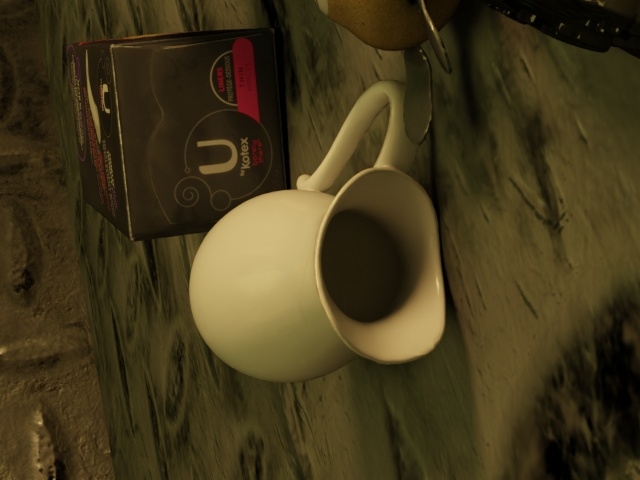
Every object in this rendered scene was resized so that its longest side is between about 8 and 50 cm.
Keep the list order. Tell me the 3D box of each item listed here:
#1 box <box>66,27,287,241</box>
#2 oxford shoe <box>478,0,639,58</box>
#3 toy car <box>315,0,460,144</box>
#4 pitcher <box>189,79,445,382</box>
[{"bbox_3d":[-0.136,-0.105,1.100,0.270,0.143,0.165,-153,57,-69],"label":"box"},{"bbox_3d":[0.104,-0.126,0.468,0.096,0.083,0.227,-67,19,7],"label":"oxford shoe"},{"bbox_3d":[0.016,-0.145,0.635,0.155,0.149,0.188,97,150,-71],"label":"toy car"},{"bbox_3d":[0.000,0.000,0.777,0.207,0.125,0.178,-20,55,62],"label":"pitcher"}]
